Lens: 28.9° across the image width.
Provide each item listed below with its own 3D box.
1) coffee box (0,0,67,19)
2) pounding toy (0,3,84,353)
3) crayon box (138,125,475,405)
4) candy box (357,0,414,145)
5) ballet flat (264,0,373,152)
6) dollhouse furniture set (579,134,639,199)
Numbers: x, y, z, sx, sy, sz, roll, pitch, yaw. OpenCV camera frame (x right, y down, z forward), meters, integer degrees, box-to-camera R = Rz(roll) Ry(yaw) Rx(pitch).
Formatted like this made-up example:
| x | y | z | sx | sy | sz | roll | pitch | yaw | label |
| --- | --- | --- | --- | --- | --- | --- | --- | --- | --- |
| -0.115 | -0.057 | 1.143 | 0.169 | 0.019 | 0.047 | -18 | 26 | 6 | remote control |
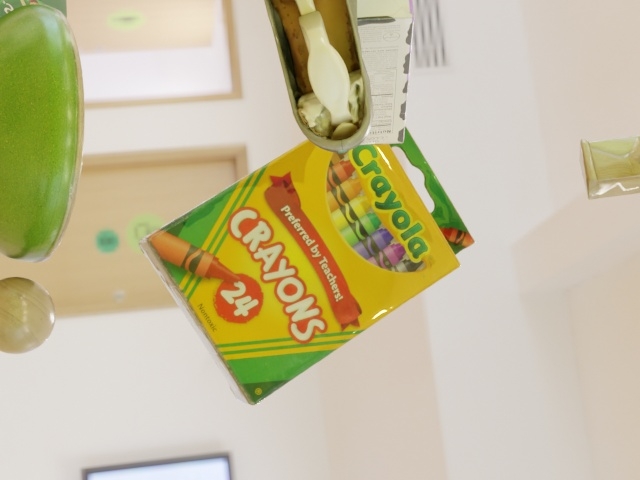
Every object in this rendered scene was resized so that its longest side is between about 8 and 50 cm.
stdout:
| x | y | z | sx | sy | sz | roll | pitch | yaw | label |
| --- | --- | --- | --- | --- | --- | --- | --- | --- | --- |
| -0.282 | -0.203 | 1.150 | 0.113 | 0.040 | 0.184 | 38 | 37 | -50 | coffee box |
| -0.248 | -0.051 | 0.864 | 0.183 | 0.110 | 0.236 | 19 | -75 | 59 | pounding toy |
| 0.000 | 0.000 | 1.295 | 0.202 | 0.318 | 0.081 | 58 | -14 | -5 | crayon box |
| 0.033 | -0.195 | 1.030 | 0.196 | 0.070 | 0.164 | 87 | 0 | -66 | candy box |
| -0.005 | -0.164 | 0.865 | 0.068 | 0.072 | 0.213 | -85 | 160 | -80 | ballet flat |
| 0.300 | -0.039 | 0.925 | 0.101 | 0.182 | 0.161 | 76 | 7 | -56 | dollhouse furniture set |
